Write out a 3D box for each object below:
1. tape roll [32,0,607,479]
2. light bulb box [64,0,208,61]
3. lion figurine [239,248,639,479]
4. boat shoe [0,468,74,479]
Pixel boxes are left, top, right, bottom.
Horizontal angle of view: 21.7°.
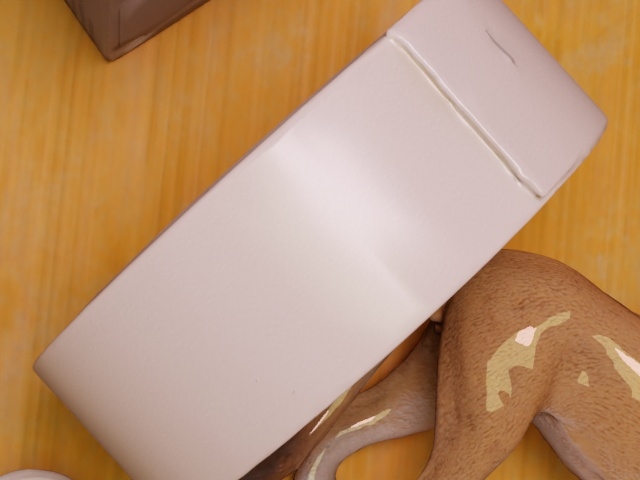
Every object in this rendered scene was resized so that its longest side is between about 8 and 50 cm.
[{"bbox_3d":[0.000,0.000,0.797,0.286,0.286,0.100,-42,91,-8],"label":"tape roll"},{"bbox_3d":[-0.061,-0.345,0.846,0.358,0.225,0.361,-34,91,-8],"label":"light bulb box"},{"bbox_3d":[0.168,0.093,0.877,0.392,0.142,0.240,21,96,-12],"label":"lion figurine"},{"bbox_3d":[-0.149,0.258,0.844,0.098,0.096,0.277,8,87,-23],"label":"boat shoe"}]
